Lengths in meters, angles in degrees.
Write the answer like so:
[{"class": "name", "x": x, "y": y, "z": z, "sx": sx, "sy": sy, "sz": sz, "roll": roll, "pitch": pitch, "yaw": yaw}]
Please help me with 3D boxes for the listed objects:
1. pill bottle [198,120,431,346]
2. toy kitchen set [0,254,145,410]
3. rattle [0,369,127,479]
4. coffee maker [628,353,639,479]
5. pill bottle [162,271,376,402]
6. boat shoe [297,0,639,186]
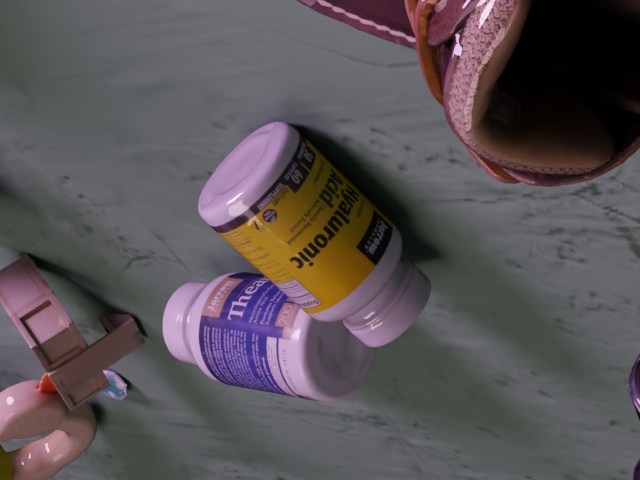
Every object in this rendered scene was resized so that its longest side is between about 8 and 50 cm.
[{"class": "pill bottle", "x": 0.000, "y": 0.000, "z": 0.850, "sx": 0.116, "sy": 0.065, "sz": 0.065, "roll": 43, "pitch": 152, "yaw": -21}, {"class": "toy kitchen set", "x": -0.171, "y": 0.055, "z": 1.161, "sx": 0.075, "sy": 0.068, "sz": 0.083, "roll": 49, "pitch": 166, "yaw": 36}, {"class": "rattle", "x": -0.232, "y": 0.105, "z": 1.318, "sx": 0.130, "sy": 0.142, "sz": 0.199, "roll": 6, "pitch": 143, "yaw": -20}, {"class": "coffee maker", "x": 0.196, "y": 0.100, "z": 0.750, "sx": 0.171, "sy": 0.120, "sz": 0.178, "roll": 15, "pitch": 148, "yaw": 32}, {"class": "pill bottle", "x": -0.032, "y": 0.053, "z": 0.971, "sx": 0.120, "sy": 0.067, "sz": 0.067, "roll": 6, "pitch": 143, "yaw": 42}, {"class": "boat shoe", "x": 0.075, "y": -0.082, "z": 0.541, "sx": 0.342, "sy": 0.123, "sz": 0.123, "roll": 16, "pitch": 151, "yaw": 47}]
